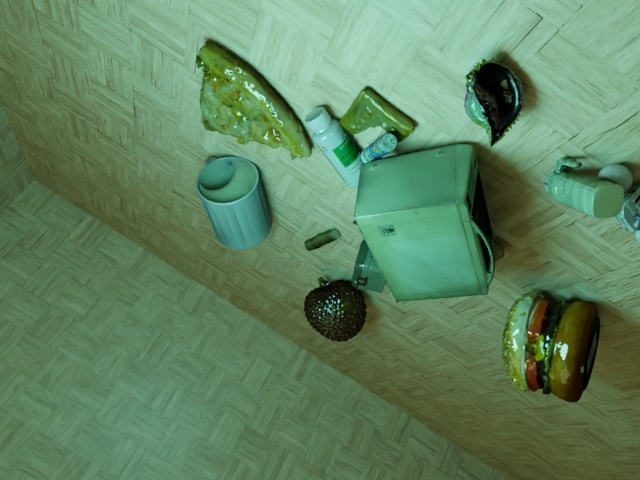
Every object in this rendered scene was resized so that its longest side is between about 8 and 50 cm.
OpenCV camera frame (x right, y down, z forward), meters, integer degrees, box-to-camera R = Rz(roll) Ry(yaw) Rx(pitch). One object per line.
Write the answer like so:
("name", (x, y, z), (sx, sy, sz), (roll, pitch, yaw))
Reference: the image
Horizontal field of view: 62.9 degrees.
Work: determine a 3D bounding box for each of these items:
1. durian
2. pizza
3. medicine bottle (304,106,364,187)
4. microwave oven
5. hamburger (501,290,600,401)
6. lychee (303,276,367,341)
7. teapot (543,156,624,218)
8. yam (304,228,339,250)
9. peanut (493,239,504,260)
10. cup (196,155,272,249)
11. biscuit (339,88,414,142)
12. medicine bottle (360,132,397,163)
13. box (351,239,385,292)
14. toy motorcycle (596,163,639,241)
("durian", (0.379, -0.325, 1.171), (0.187, 0.119, 0.108), (59, -179, -24))
("pizza", (-0.251, -0.431, 1.623), (0.435, 0.080, 0.392), (15, 149, 25))
("medicine bottle", (0.052, -0.276, 1.557), (0.095, 0.095, 0.260), (-1, 141, 46))
("microwave oven", (0.307, -0.043, 1.468), (0.333, 0.247, 0.394), (-7, 138, 23))
("hamburger", (0.721, 0.330, 1.652), (0.250, 0.330, 0.330), (12, 147, 35))
("lychee", (0.065, 0.300, 2.319), (0.304, 0.275, 0.276), (62, 151, 3))
("teapot", (0.591, -0.126, 1.191), (0.200, 0.077, 0.107), (-114, 14, -70))
("yam", (0.000, 0.000, 2.118), (0.057, 0.057, 0.241), (39, 153, -16))
("peanut", (0.486, 0.031, 1.652), (0.193, 0.089, 0.089), (3, 142, 35))
("cup", (-0.348, -0.159, 2.047), (0.323, 0.237, 0.327), (51, 164, 30))
("biscuit", (0.154, -0.321, 1.438), (0.183, 0.039, 0.174), (34, 152, -3))
("medicine bottle", (0.161, -0.255, 1.470), (0.051, 0.051, 0.191), (35, 171, -7))
("box", (0.198, 0.100, 1.994), (0.129, 0.148, 0.210), (15, 151, 7))
("toy motorcycle", (0.725, -0.076, 1.222), (0.254, 0.112, 0.112), (45, 151, -14))
